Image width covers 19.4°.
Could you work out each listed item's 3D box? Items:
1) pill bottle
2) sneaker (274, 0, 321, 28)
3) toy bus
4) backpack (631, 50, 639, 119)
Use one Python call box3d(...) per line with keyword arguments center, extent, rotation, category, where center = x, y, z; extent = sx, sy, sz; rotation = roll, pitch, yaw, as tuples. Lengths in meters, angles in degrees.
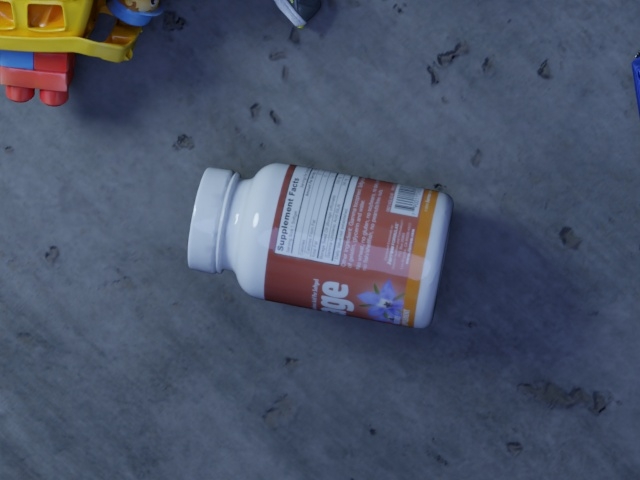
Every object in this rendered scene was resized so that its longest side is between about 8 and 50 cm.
box3d(center=(0.000, 0.000, 1.620), extent=(0.216, 0.121, 0.121), rotation=(10, 107, 5), category="pill bottle")
box3d(center=(-0.032, -0.222, 1.610), extent=(0.035, 0.031, 0.083), rotation=(-38, 102, 2), category="sneaker")
box3d(center=(-0.207, -0.215, 1.582), extent=(0.220, 0.149, 0.211), rotation=(3, 120, 4), category="toy bus")
box3d(center=(0.327, -0.109, 1.557), extent=(0.120, 0.101, 0.098), rotation=(-9, 111, 6), category="backpack")
